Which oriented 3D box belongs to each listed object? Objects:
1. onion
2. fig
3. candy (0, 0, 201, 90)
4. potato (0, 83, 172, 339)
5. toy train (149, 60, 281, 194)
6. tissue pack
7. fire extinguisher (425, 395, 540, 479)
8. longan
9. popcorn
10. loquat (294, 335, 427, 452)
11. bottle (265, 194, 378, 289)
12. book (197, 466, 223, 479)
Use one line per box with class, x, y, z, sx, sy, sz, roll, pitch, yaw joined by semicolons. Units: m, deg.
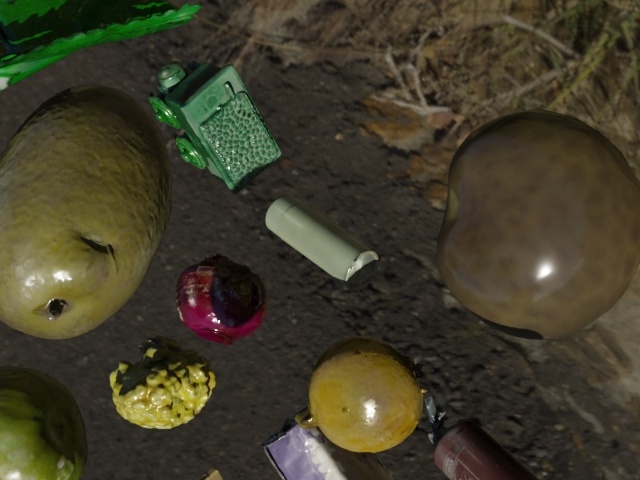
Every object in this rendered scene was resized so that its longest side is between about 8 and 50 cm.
onion;-0.193;0.129;1.768;0.198;0.173;0.135;-43;35;46
fig;-0.508;0.298;1.477;0.314;0.233;0.233;7;81;16
candy;-0.172;-0.118;0.508;0.141;0.078;0.203;-36;35;-21
potato;-0.204;-0.018;0.800;0.159;0.174;0.251;-5;40;2
toy train;-0.215;-0.234;1.904;0.145;0.266;0.202;-44;42;-16
tissue pack;0.047;0.470;1.865;0.125;0.242;0.343;-37;86;16
fire extinguisher;0.251;0.345;1.465;0.104;0.105;0.269;-55;49;8
longan;0.386;-0.024;1.711;0.404;0.405;0.336;-61;14;4
popcorn;-0.326;0.292;2.000;0.189;0.218;0.169;27;117;36
loquat;0.058;0.227;1.427;0.205;0.149;0.172;-26;104;8
bottle;0.000;0.000;1.578;0.201;0.072;0.072;36;97;35
book;-0.295;0.613;1.944;0.310;0.216;0.021;-40;48;-21
